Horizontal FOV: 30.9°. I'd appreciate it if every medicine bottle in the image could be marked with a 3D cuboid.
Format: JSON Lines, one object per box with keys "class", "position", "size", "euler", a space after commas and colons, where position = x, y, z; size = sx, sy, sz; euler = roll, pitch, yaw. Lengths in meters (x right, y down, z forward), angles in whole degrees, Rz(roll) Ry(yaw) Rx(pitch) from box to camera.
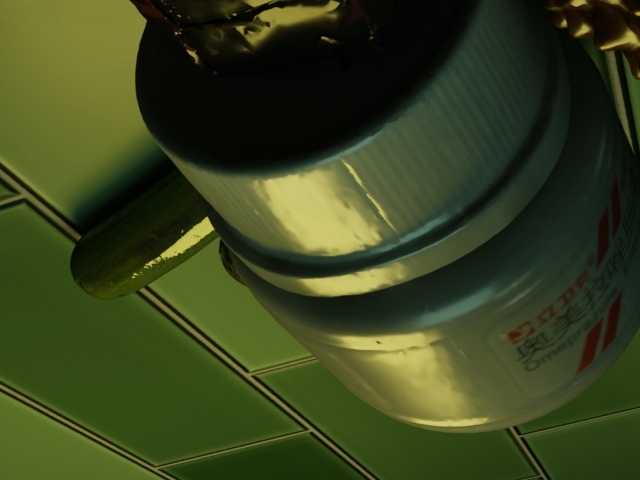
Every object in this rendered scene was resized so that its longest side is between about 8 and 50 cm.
{"class": "medicine bottle", "position": [0.054, -0.043, 0.693], "size": [0.245, 0.245, 0.306], "euler": [-19, 143, 19]}

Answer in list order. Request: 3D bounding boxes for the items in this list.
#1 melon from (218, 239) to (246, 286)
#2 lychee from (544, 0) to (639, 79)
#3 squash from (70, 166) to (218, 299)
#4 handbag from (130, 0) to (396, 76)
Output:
{"class": "melon", "position": [0.000, 0.000, 0.915], "size": [0.162, 0.099, 0.099], "euler": [-5, 152, -9]}
{"class": "lychee", "position": [0.199, -0.183, 0.426], "size": [0.306, 0.306, 0.330], "euler": [-2, 178, -12]}
{"class": "squash", "position": [-0.114, -0.017, 0.887], "size": [0.066, 0.066, 0.229], "euler": [18, 141, -40]}
{"class": "handbag", "position": [-0.034, -0.188, 0.481], "size": [0.155, 0.169, 0.215], "euler": [-3, 157, 21]}
